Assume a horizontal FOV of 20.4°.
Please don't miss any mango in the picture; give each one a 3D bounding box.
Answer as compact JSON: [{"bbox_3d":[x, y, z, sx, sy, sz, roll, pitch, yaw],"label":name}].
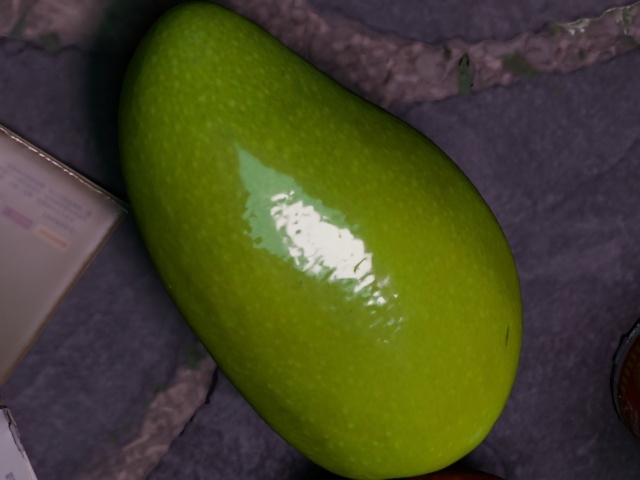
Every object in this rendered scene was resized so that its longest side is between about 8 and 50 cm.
[{"bbox_3d":[0.000,0.000,1.079,0.192,0.156,0.343,-38,118,-5],"label":"mango"}]

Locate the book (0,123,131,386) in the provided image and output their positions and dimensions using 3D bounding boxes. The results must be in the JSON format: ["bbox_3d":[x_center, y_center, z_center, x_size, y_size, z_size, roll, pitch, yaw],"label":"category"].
[{"bbox_3d":[-0.288,0.049,1.067,0.217,0.021,0.310,34,97,-30],"label":"book"}]

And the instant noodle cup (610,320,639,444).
[{"bbox_3d":[0.303,0.131,1.220,0.193,0.212,0.193,-8,115,-17],"label":"instant noodle cup"}]

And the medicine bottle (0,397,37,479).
[{"bbox_3d":[-0.249,0.197,1.107,0.171,0.052,0.201,-27,127,-14],"label":"medicine bottle"}]

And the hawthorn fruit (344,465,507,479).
[{"bbox_3d":[0.105,0.246,1.210,0.243,0.207,0.207,-5,114,-31],"label":"hawthorn fruit"}]
